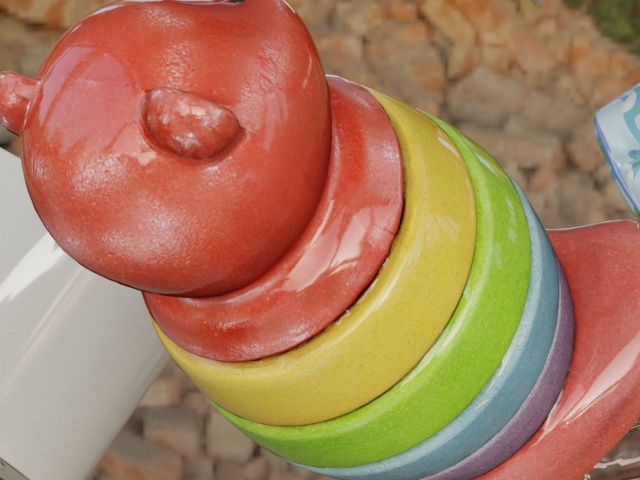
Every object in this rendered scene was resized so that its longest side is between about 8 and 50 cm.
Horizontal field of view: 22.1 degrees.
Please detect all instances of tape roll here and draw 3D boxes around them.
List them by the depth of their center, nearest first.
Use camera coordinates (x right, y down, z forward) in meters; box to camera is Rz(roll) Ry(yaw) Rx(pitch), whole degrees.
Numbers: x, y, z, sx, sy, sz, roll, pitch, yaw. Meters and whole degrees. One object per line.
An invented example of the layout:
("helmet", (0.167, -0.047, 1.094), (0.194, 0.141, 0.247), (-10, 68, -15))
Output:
("tape roll", (-0.232, 0.054, 1.155), (0.246, 0.246, 0.169), (21, 69, 40))

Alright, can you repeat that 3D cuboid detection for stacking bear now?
("stacking bear", (0.000, 0.000, 0.644), (0.175, 0.164, 0.289), (17, -13, 40))

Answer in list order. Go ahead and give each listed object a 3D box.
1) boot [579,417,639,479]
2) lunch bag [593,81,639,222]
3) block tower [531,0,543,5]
("boot", (0.158, 0.093, 0.936), (0.114, 0.106, 0.037), (-23, -17, 12))
("lunch bag", (0.280, -0.019, 1.124), (0.090, 0.219, 0.176), (-33, -8, 18))
("block tower", (0.212, -0.267, 0.871), (0.335, 0.091, 0.097), (-42, -2, -19))
